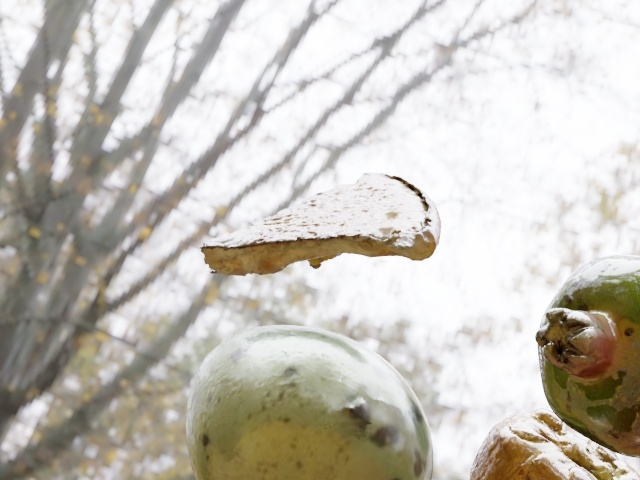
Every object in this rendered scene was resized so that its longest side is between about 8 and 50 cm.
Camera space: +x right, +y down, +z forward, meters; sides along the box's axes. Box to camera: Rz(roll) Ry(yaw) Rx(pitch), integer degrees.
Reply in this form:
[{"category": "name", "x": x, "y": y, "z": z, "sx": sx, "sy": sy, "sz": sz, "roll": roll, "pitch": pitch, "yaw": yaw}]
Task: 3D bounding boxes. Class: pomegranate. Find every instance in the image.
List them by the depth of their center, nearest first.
[{"category": "pomegranate", "x": 0.254, "y": 0.090, "z": 1.477, "sx": 0.180, "sy": 0.180, "sz": 0.209, "roll": -14, "pitch": -21, "yaw": 35}]

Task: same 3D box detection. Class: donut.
[{"category": "donut", "x": 0.267, "y": 0.279, "z": 1.917, "sx": 0.226, "sy": 0.226, "sz": 0.114, "roll": 32, "pitch": -77, "yaw": -14}]

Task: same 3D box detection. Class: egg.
[{"category": "egg", "x": -0.016, "y": 0.151, "z": 1.337, "sx": 0.228, "sy": 0.177, "sz": 0.177, "roll": 37, "pitch": -21, "yaw": 44}]

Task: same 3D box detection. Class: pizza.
[{"category": "pizza", "x": 0.000, "y": 0.000, "z": 1.432, "sx": 0.195, "sy": 0.185, "sz": 0.052, "roll": -12, "pitch": -72, "yaw": -5}]
